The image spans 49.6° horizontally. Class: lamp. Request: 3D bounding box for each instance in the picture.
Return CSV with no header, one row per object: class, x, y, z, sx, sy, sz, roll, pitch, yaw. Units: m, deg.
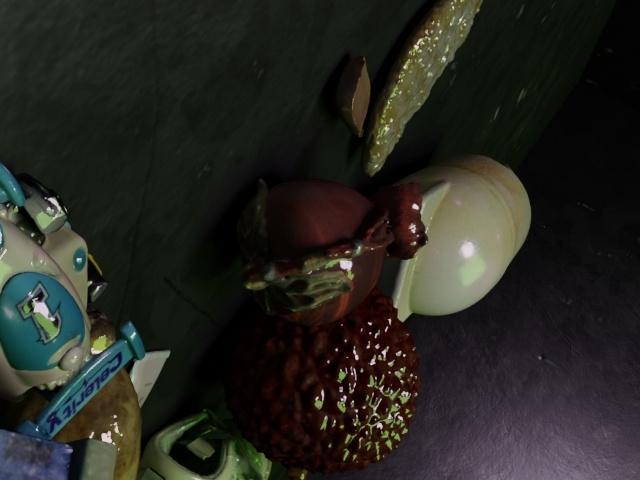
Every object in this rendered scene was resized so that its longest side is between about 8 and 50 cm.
lamp,-0.002,0.012,0.734,0.223,0.215,0.150,1,91,-36

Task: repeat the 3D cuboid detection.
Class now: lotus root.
lotus root,-0.191,0.152,0.492,0.214,0.139,0.138,-67,165,-4

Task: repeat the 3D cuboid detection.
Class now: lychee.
lychee,0.000,0.186,0.910,0.264,0.265,0.299,55,50,-73

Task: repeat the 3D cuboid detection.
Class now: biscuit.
biscuit,0.125,-0.224,0.868,0.289,0.038,0.141,-56,164,-7

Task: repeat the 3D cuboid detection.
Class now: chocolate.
chocolate,0.033,-0.155,0.745,0.101,0.031,0.064,38,68,-78

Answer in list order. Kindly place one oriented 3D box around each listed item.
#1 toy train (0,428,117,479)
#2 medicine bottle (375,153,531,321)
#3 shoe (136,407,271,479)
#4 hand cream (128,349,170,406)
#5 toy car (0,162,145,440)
toy train,-0.198,0.201,0.277,0.202,0.131,0.299,33,45,-41
medicine bottle,0.201,-0.005,1.156,0.406,0.236,0.235,-28,147,-60
shoe,-0.143,0.297,0.894,0.128,0.140,0.262,-50,160,26
hand cream,-0.218,0.209,0.716,0.216,0.038,0.052,-62,-169,4
toy car,-0.168,0.039,0.397,0.126,0.098,0.161,-49,164,-33
